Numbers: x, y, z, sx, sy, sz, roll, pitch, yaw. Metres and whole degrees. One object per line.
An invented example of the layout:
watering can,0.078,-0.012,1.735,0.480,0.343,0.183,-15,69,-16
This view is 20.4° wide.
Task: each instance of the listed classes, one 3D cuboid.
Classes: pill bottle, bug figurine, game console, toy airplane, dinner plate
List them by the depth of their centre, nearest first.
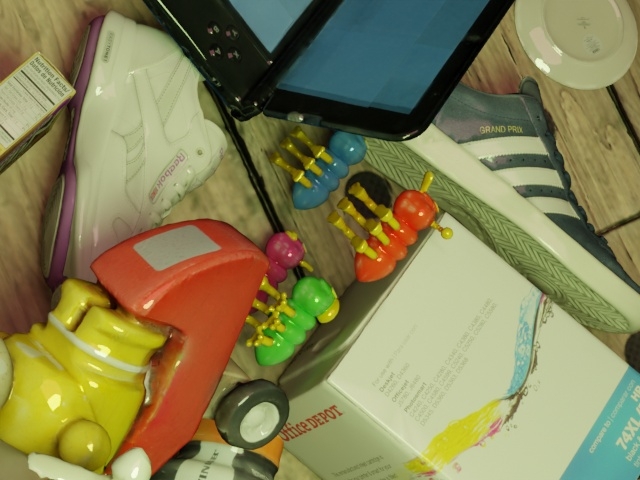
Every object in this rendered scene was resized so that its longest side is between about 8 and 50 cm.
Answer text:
toy airplane,-0.237,0.158,1.316,0.272,0.386,0.384,50,39,-46
pill bottle,-0.102,0.268,1.475,0.130,0.130,0.246,20,69,-14
bug figurine,0.000,0.000,1.534,0.072,0.279,0.216,40,95,-25
game console,0.018,-0.248,1.609,0.250,0.173,0.293,51,49,-20
dinner plate,0.264,-0.222,1.817,0.141,0.017,0.141,5,74,-19

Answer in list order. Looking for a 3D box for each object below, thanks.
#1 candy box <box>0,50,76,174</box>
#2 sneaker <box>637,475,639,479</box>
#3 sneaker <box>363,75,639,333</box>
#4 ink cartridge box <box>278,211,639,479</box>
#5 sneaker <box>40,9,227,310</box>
candy box,-0.299,-0.071,1.514,0.053,0.109,0.186,47,64,-2
sneaker,0.280,0.303,1.633,0.300,0.111,0.121,-40,104,-22
sneaker,0.195,-0.062,1.680,0.350,0.131,0.148,41,70,-5
ink cartridge box,0.122,0.152,1.554,0.270,0.198,0.197,40,66,-6
sneaker,-0.158,-0.053,1.557,0.152,0.114,0.305,14,71,-18
